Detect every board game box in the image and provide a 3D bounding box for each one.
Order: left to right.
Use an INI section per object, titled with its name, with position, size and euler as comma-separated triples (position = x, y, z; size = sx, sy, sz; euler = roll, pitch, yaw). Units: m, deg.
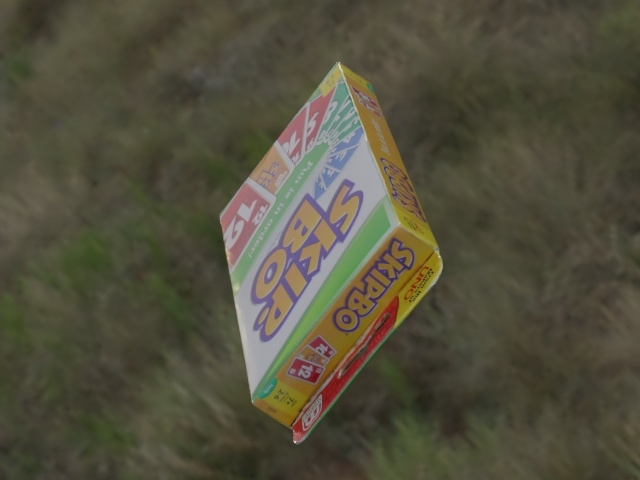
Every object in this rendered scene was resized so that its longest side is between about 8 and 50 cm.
[board game box]
position = 0.000, 0.000, 1.052
size = 0.124, 0.039, 0.259
euler = -52, 23, 16
